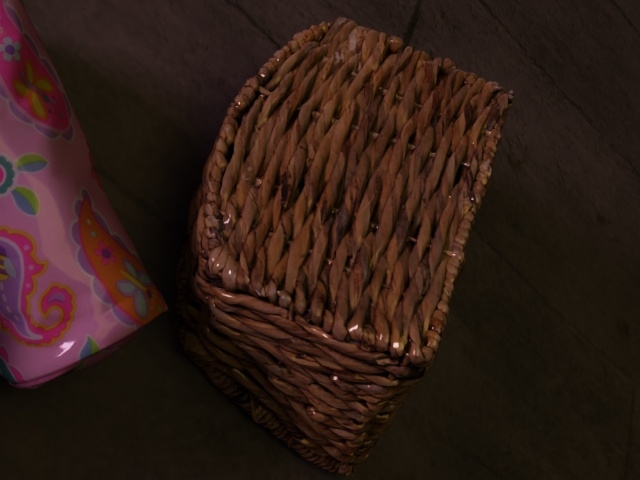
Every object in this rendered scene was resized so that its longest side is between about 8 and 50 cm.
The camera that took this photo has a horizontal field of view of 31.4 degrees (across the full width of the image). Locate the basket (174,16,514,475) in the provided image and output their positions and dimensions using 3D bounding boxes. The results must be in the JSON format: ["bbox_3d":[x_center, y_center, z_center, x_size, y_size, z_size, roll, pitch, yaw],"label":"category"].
[{"bbox_3d":[0.000,0.000,0.928,0.214,0.223,0.299,22,54,0],"label":"basket"}]

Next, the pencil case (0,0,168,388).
[{"bbox_3d":[-0.206,-0.049,0.722,0.124,0.124,0.284,-30,97,-47],"label":"pencil case"}]
